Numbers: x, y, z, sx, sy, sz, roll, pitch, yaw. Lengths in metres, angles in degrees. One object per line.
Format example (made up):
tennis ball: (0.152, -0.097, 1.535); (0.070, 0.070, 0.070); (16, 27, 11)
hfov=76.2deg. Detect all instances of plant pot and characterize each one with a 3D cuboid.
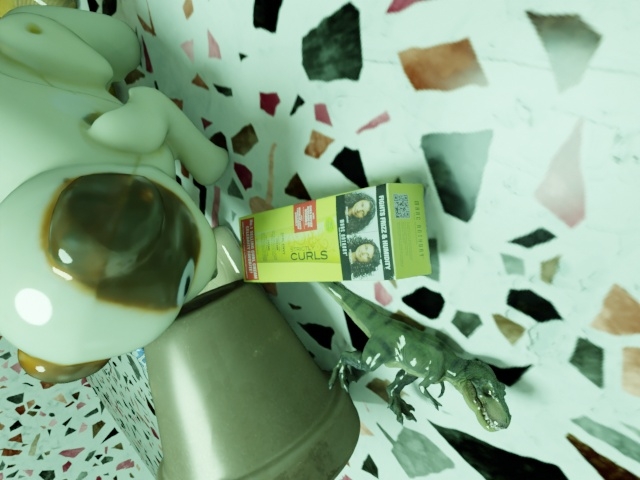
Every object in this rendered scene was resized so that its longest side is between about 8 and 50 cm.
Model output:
plant pot: (-0.110, 0.181, 0.520); (0.263, 0.263, 0.229); (-15, 100, 49)

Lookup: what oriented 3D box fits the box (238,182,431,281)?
box: (0.000, 0.000, 0.433); (0.232, 0.058, 0.087); (-5, 88, 48)

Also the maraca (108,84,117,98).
maraca: (-0.390, -0.219, 0.682); (0.185, 0.099, 0.127); (125, 144, -64)

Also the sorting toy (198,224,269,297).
sorting toy: (-0.163, 0.088, 0.689); (0.208, 0.038, 0.192); (-28, 92, 45)

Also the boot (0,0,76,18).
boot: (-0.551, -0.362, 0.689); (0.211, 0.104, 0.295); (32, 133, -20)

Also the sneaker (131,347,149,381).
sneaker: (-0.434, 0.294, 1.060); (0.081, 0.080, 0.211); (5, 126, 37)

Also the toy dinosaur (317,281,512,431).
toy dinosaur: (0.072, 0.131, 0.454); (0.268, 0.064, 0.118); (30, 114, 34)

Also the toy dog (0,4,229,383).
toy dog: (-0.276, -0.064, 0.441); (0.408, 0.395, 0.284); (46, 110, 21)
